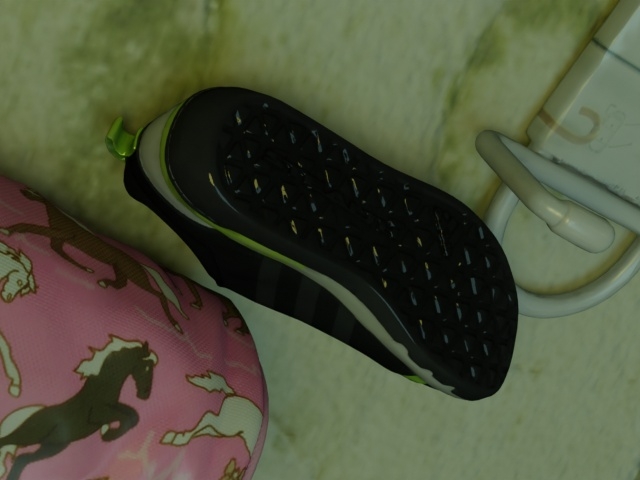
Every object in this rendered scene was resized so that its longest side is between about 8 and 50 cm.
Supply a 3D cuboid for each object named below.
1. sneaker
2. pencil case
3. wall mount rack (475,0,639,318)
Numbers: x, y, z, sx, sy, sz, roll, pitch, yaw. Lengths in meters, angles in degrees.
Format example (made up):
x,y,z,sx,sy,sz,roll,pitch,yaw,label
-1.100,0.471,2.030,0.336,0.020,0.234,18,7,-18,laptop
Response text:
x,y,z,sx,sy,sz,roll,pitch,yaw,label
0.000,0.000,0.721,0.235,0.097,0.084,38,62,-29,sneaker
-0.200,0.035,0.611,0.386,0.160,0.167,28,114,-33,pencil case
0.256,-0.059,0.756,0.304,0.130,0.350,24,108,-31,wall mount rack
